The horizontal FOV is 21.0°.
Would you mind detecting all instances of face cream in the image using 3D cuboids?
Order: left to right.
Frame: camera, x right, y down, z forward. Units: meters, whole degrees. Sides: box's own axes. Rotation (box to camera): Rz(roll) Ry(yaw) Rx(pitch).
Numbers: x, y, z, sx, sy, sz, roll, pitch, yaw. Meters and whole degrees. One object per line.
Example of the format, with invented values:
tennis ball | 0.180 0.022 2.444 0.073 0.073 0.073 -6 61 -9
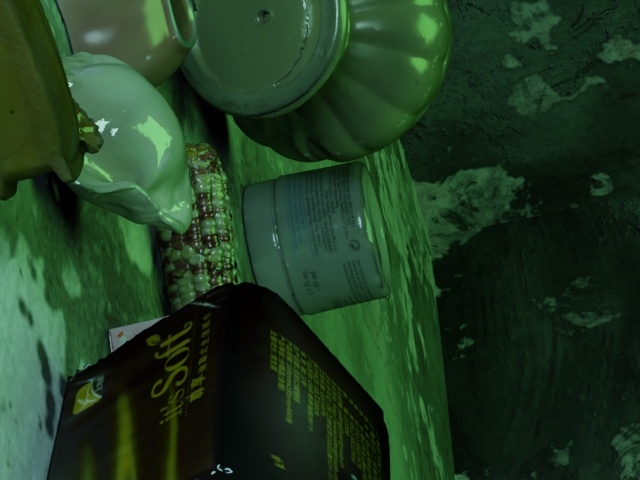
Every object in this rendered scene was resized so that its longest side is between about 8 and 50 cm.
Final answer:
face cream | 0.000 0.000 2.138 0.177 0.153 0.177 -11 90 -81

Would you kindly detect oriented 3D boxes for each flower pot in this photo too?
flower pot | -0.021 -0.241 1.958 0.244 0.307 0.307 1 77 -65

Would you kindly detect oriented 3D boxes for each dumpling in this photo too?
dumpling | -0.170 -0.075 1.374 0.134 0.100 0.169 -29 105 -67

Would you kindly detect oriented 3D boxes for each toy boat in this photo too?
toy boat | -0.234 -0.169 1.130 0.121 0.089 0.321 -100 171 -54

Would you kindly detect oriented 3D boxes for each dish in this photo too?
dish | -0.172 -0.229 1.573 0.213 0.090 0.213 -12 90 -80

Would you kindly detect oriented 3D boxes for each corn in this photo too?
corn | -0.118 0.021 1.650 0.079 0.079 0.237 32 51 -77

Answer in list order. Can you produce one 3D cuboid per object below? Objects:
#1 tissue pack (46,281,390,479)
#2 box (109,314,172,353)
tissue pack | -0.066 0.225 1.163 0.210 0.198 0.370 52 21 -27
box | -0.105 0.089 1.456 0.089 0.125 0.043 50 28 -74
